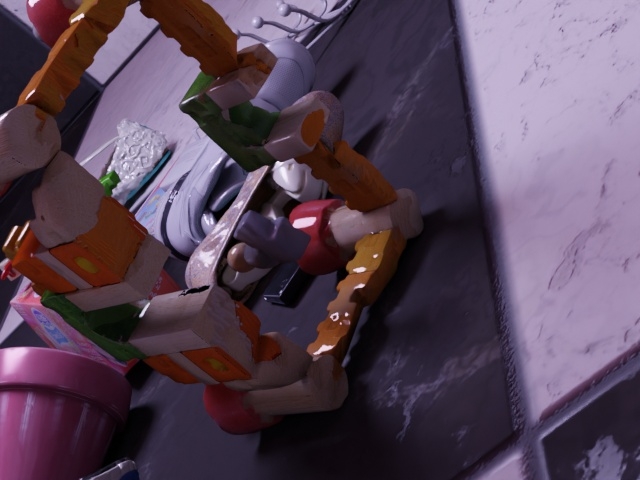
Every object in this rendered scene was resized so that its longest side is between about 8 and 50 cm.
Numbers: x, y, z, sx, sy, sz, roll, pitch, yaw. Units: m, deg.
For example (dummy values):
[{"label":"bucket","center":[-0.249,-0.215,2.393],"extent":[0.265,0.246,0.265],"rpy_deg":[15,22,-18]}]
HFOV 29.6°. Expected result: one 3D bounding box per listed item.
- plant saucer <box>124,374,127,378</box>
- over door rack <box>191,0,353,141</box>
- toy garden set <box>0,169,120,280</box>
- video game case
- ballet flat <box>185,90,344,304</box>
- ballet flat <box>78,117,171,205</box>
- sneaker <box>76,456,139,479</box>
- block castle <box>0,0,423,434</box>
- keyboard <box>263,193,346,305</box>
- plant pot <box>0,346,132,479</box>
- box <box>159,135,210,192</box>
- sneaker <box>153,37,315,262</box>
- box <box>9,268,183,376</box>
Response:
[{"label":"plant saucer","center":[-0.322,0.217,1.759],"extent":[0.119,0.021,0.119],"rpy_deg":[-44,21,21]},{"label":"over door rack","center":[-0.097,-0.310,2.060],"extent":[0.324,0.108,0.239],"rpy_deg":[-57,20,-16]},{"label":"toy garden set","center":[-0.403,-0.001,1.849],"extent":[0.204,0.049,0.244],"rpy_deg":[-32,16,13]},{"label":"video game case","center":[-0.252,-0.067,2.094],"extent":[0.204,0.025,0.285],"rpy_deg":[-55,20,-10]},{"label":"ballet flat","center":[-0.051,-0.042,1.533],"extent":[0.316,0.107,0.106],"rpy_deg":[-58,31,3]},{"label":"ballet flat","center":[-0.463,-0.072,2.404],"extent":[0.409,0.147,0.147],"rpy_deg":[-53,20,-2]},{"label":"sneaker","center":[-0.230,0.316,1.223],"extent":[0.130,0.147,0.330],"rpy_deg":[-25,-1,-1]},{"label":"block castle","center":[-0.140,-0.035,1.189],"extent":[0.213,0.453,0.303],"rpy_deg":[-14,42,48]},{"label":"keyboard","center":[0.000,0.000,1.441],"extent":[0.180,0.023,0.108],"rpy_deg":[-57,14,-12]},{"label":"plant pot","center":[-0.352,0.256,1.536],"extent":[0.201,0.201,0.180],"rpy_deg":[-30,45,45]},{"label":"box","center":[-0.169,-0.092,1.845],"extent":[0.101,0.102,0.087],"rpy_deg":[-15,39,58]},{"label":"sneaker","center":[-0.091,-0.125,1.696],"extent":[0.365,0.137,0.210],"rpy_deg":[-60,22,-8]},{"label":"box","center":[-0.328,0.093,1.776],"extent":[0.154,0.142,0.300],"rpy_deg":[-47,17,-19]}]
